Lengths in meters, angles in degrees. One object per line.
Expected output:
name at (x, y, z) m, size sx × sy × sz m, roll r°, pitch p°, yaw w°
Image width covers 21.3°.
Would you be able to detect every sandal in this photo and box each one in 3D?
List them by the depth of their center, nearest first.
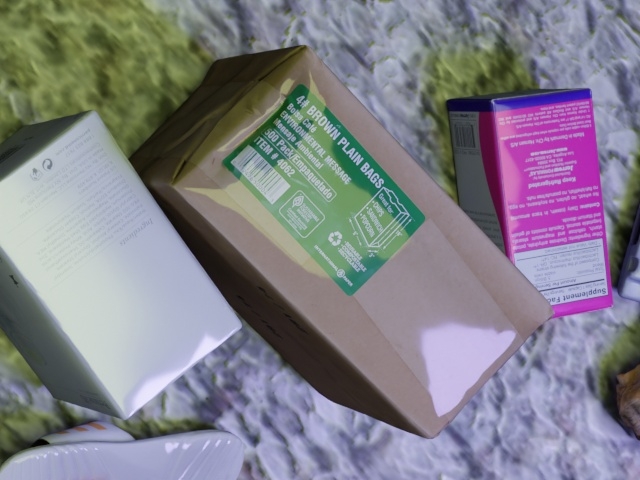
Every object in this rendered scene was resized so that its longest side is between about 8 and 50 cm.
sandal at (-0.196, 0.217, 1.594) m, size 0.265 × 0.076 × 0.102 m, roll -2°, pitch 110°, yaw -39°

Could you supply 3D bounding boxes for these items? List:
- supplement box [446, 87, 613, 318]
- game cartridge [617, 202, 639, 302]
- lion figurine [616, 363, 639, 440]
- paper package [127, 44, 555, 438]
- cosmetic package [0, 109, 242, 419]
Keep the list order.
supplement box at (0.206, -0.036, 1.681) m, size 0.114 × 0.111 × 0.220 m, roll -8°, pitch 97°, yaw -18°
game cartridge at (0.439, -0.056, 1.764) m, size 0.196 × 0.060 × 0.294 m, roll 17°, pitch 89°, yaw 0°
lion figurine at (0.491, 0.241, 1.777) m, size 0.240 × 0.142 × 0.392 m, roll -26°, pitch 115°, yaw 24°
paper package at (0.000, 0.000, 1.511) m, size 0.325 × 0.309 × 0.168 m, roll 46°, pitch 78°, yaw -15°
cosmetic package at (-0.216, 0.022, 1.479) m, size 0.138 × 0.224 × 0.225 m, roll -40°, pitch 105°, yaw -19°
